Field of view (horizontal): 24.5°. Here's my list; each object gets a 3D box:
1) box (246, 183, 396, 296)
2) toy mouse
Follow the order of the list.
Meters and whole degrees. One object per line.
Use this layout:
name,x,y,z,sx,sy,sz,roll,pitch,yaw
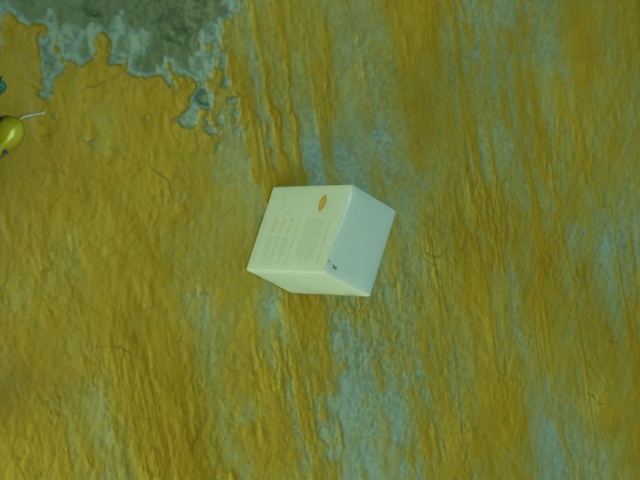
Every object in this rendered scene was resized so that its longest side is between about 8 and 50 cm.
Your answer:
box,0.000,0.000,2.013,0.091,0.170,0.130,29,73,-37
toy mouse,-0.411,-0.153,1.747,0.161,0.031,0.143,-52,121,-27
